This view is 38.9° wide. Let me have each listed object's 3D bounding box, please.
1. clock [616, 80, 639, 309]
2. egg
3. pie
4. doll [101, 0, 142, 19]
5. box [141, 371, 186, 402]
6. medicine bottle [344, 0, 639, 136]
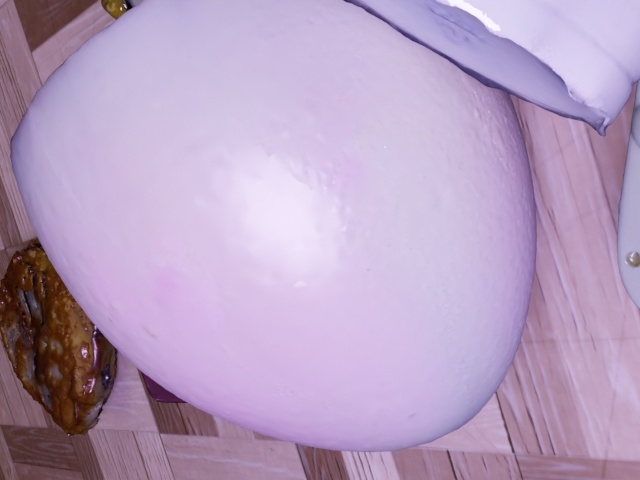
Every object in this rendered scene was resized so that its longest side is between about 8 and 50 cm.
[{"bbox_3d":[0.327,-0.041,0.473,0.324,0.108,0.265,22,121,41],"label":"clock"},{"bbox_3d":[0.000,0.000,0.679,0.340,0.354,0.354,58,140,5],"label":"egg"},{"bbox_3d":[-0.416,0.144,1.415,0.308,0.085,0.308,18,115,45],"label":"pie"},{"bbox_3d":[-0.151,-0.266,0.894,0.177,0.141,0.314,45,138,22],"label":"doll"},{"bbox_3d":[-0.116,0.030,0.963,0.193,0.167,0.294,-14,96,49],"label":"box"},{"bbox_3d":[0.144,-0.241,0.433,0.190,0.190,0.332,36,100,33],"label":"medicine bottle"}]
